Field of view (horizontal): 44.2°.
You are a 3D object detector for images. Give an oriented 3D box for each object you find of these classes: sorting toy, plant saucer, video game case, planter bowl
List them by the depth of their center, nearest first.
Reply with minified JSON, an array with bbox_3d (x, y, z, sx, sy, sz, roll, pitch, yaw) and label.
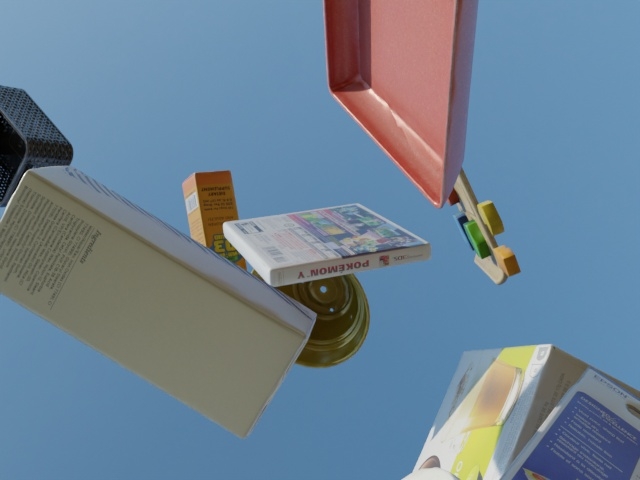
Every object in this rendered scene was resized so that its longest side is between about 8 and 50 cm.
[{"bbox_3d":[0.078,-0.205,0.801,0.047,0.259,0.258,-20,-134,-17],"label":"plant saucer"},{"bbox_3d":[0.000,0.000,0.904,0.183,0.201,0.023,-9,-72,-18],"label":"video game case"},{"bbox_3d":[0.241,-0.041,1.265,0.041,0.307,0.229,-21,-81,4],"label":"sorting toy"},{"bbox_3d":[-0.009,0.096,1.314,0.217,0.217,0.090,52,-151,-4],"label":"planter bowl"}]

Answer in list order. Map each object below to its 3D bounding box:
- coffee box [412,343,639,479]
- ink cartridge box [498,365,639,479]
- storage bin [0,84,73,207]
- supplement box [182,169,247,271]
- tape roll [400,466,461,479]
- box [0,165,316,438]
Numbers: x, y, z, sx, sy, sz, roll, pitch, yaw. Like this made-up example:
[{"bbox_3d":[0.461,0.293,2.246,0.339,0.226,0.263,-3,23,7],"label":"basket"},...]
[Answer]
[{"bbox_3d":[0.341,0.378,1.137,0.338,0.334,0.338,27,-103,-6],"label":"coffee box"},{"bbox_3d":[0.239,0.227,0.641,0.175,0.069,0.371,36,-152,21],"label":"ink cartridge box"},{"bbox_3d":[-0.470,-0.143,1.187,0.180,0.122,0.084,45,-157,25],"label":"storage bin"},{"bbox_3d":[-0.188,-0.005,1.428,0.078,0.080,0.234,-7,-97,-29],"label":"supplement box"},{"bbox_3d":[0.025,0.258,0.379,0.100,0.286,0.286,35,-119,0],"label":"tape roll"},{"bbox_3d":[-0.148,0.048,0.695,0.275,0.094,0.113,32,-81,1],"label":"box"}]
